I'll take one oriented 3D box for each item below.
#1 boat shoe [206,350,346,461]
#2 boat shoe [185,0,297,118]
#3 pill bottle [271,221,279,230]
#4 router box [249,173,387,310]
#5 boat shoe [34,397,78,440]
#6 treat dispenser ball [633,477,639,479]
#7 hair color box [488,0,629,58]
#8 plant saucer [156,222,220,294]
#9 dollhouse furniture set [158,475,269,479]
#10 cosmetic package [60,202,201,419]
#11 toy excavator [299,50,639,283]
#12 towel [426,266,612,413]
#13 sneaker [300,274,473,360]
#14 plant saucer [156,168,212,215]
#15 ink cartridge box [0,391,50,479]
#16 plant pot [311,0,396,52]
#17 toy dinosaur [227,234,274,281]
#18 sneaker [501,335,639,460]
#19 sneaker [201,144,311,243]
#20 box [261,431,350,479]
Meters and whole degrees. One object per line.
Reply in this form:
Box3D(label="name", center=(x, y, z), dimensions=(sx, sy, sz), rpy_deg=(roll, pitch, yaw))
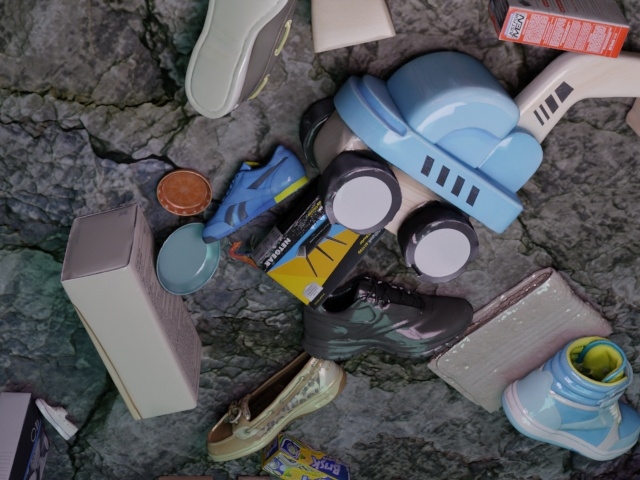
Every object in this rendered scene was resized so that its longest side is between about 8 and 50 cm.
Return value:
Box3D(label="boat shoe", center=(-0.092, 0.279, 1.958), dimensions=(0.285, 0.105, 0.089), rpy_deg=(-35, 118, 10))
Box3D(label="boat shoe", center=(-0.087, -0.302, 1.499), dimensions=(0.109, 0.091, 0.305), rpy_deg=(37, 123, 15))
Box3D(label="pill bottle", center=(-0.041, 0.007, 1.774), dimensions=(0.043, 0.043, 0.083), rpy_deg=(-29, 125, 19))
Box3D(label="router box", center=(0.000, 0.000, 1.732), dimensions=(0.133, 0.046, 0.179), rpy_deg=(39, 95, -29))
Box3D(label="boat shoe", center=(-0.463, 0.308, 1.999), dimensions=(0.035, 0.035, 0.100), rpy_deg=(-39, 116, -11))
Box3D(label="treat dispenser ball", center=(0.643, 0.585, 2.112), dimensions=(0.288, 0.288, 0.288), rpy_deg=(-2, 128, -2))
Box3D(label="hair color box", center=(0.318, -0.299, 1.522), dimensions=(0.167, 0.093, 0.053), rpy_deg=(9, 127, -9))
Box3D(label="plant saucer", center=(-0.209, 0.026, 1.762), dimensions=(0.119, 0.021, 0.119), rpy_deg=(-21, 123, -35))
Box3D(label="dollhouse furniture set", center=(-0.231, 0.620, 2.050), dimensions=(0.303, 0.356, 0.174), rpy_deg=(-1, 129, -3))
Box3D(label="cosmetic package", center=(-0.288, 0.116, 1.775), dimensions=(0.113, 0.160, 0.310), rpy_deg=(-13, 127, 8))
Box3D(label="toy excavator", center=(0.254, -0.160, 1.573), dimensions=(0.432, 0.222, 0.445), rpy_deg=(30, 112, -25))
Box3D(label="towel", center=(0.335, 0.174, 1.926), dimensions=(0.282, 0.049, 0.187), rpy_deg=(-37, 123, 22))
Box3D(label="sneaker", center=(0.105, 0.118, 1.836), dimensions=(0.286, 0.109, 0.130), rpy_deg=(-7, 122, 0))
Box3D(label="plant saucer", center=(-0.206, -0.074, 1.720), dimensions=(0.083, 0.013, 0.084), rpy_deg=(-2, 128, -3))
Box3D(label="ink cartridge box", center=(-0.527, 0.433, 1.887), dimensions=(0.065, 0.333, 0.165), rpy_deg=(2, 138, 3))
Box3D(label="plant pot", center=(0.034, -0.318, 1.490), dimensions=(0.109, 0.109, 0.096), rpy_deg=(-12, 116, 6))
Box3D(label="toy dinosaur", center=(-0.106, 0.024, 1.768), dimensions=(0.047, 0.090, 0.082), rpy_deg=(-38, 166, 35))
Box3D(label="sneaker", center=(0.484, 0.265, 1.923), dimensions=(0.319, 0.127, 0.208), rpy_deg=(15, 132, -36))
Box3D(label="sneaker", center=(-0.111, -0.070, 1.706), dimensions=(0.209, 0.069, 0.082), rpy_deg=(-33, 95, 29))
Box3D(label="box", center=(-0.025, 0.419, 2.094), dimensions=(0.169, 0.054, 0.059), rpy_deg=(30, 121, -25))
